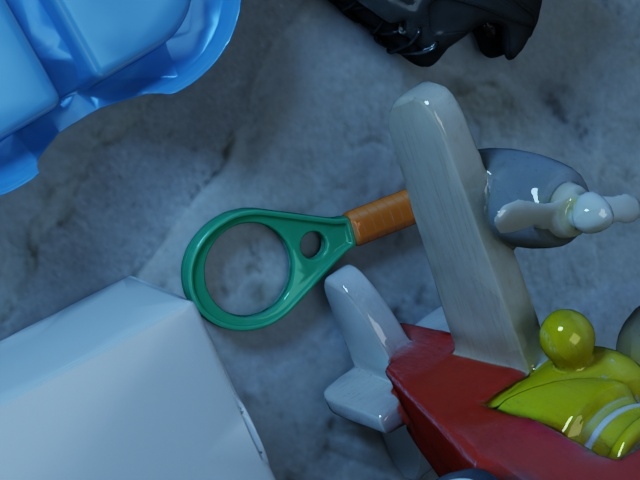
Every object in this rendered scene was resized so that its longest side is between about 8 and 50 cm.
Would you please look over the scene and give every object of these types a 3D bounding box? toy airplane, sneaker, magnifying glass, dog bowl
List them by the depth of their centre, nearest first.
[{"bbox_3d":[-0.197,-0.146,1.114,0.297,0.074,0.166,-33,108,-18],"label":"dog bowl"},{"bbox_3d":[0.160,0.115,1.141,0.272,0.386,0.384,-25,68,-5],"label":"toy airplane"},{"bbox_3d":[0.054,-0.199,1.210,0.286,0.109,0.130,5,99,-23],"label":"sneaker"},{"bbox_3d":[0.000,0.000,1.249,0.231,0.026,0.092,-21,104,-20],"label":"magnifying glass"}]

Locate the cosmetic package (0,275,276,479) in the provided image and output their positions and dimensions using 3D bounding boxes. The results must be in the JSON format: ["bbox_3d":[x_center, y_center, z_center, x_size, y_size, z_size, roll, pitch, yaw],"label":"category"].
[{"bbox_3d":[-0.228,0.205,1.093,0.385,0.156,0.217,-27,106,-21],"label":"cosmetic package"}]
